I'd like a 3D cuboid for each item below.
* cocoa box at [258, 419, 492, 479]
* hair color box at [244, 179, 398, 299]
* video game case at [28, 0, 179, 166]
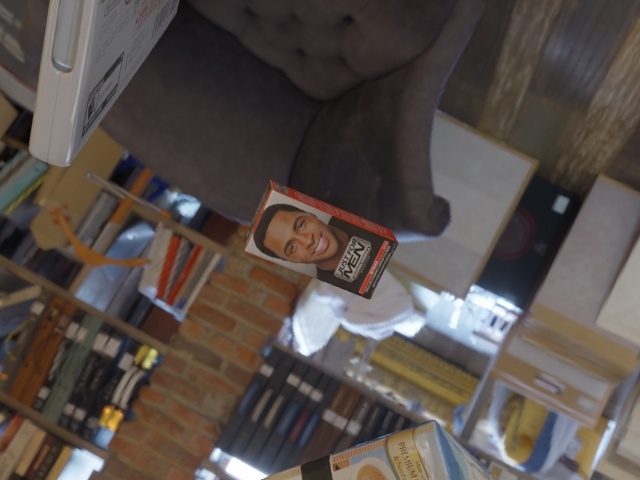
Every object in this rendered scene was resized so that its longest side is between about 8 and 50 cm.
[{"bbox_3d":[0.101,0.415,0.866,0.228,0.347,0.231,-23,143,16],"label":"cocoa box"},{"bbox_3d":[0.000,0.000,0.813,0.141,0.072,0.043,21,-165,-13],"label":"hair color box"},{"bbox_3d":[-0.087,-0.169,0.404,0.023,0.212,0.193,19,125,-6],"label":"video game case"}]
